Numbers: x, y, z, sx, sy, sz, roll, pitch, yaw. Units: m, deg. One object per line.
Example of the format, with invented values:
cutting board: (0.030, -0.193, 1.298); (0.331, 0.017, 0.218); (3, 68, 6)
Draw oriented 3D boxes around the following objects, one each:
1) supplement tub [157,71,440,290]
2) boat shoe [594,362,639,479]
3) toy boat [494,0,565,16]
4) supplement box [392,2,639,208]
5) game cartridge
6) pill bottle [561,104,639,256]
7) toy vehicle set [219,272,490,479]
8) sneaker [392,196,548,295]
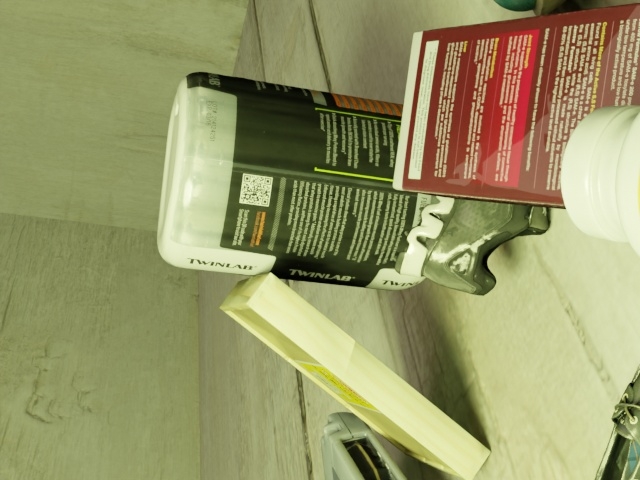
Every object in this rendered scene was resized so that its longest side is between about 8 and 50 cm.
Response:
supplement tub: (0.003, -0.053, 0.863); (0.193, 0.316, 0.194); (-173, 90, -76)
boat shoe: (0.208, 0.121, 0.547); (0.049, 0.040, 0.142); (-134, 52, -72)
toy boat: (0.131, -0.326, 0.749); (0.318, 0.148, 0.267); (-87, -24, -69)
supplement box: (0.162, -0.088, 0.603); (0.239, 0.073, 0.130); (12, 95, 54)
game cartridge: (0.067, 0.323, 0.860); (0.294, 0.060, 0.196); (-135, 41, -67)
pill bottle: (0.208, -0.027, 0.400); (0.184, 0.103, 0.103); (13, 96, 56)
toy vehicle set: (0.025, 0.131, 0.837); (0.035, 0.267, 0.166); (-53, 10, -14)
sneaker: (0.161, -0.054, 0.746); (0.234, 0.106, 0.078); (-63, -15, 4)
